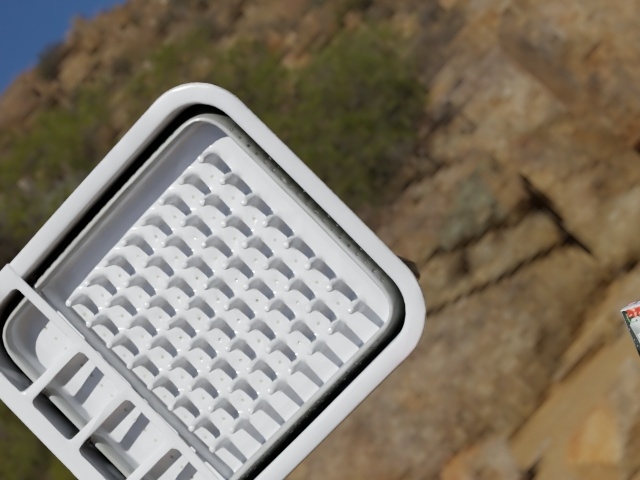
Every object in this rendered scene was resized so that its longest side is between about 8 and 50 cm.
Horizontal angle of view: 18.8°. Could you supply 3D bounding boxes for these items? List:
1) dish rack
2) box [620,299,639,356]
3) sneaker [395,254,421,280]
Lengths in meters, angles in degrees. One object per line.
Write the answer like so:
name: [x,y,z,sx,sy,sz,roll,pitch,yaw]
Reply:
dish rack: [-0.098,0.063,1.575,0.333,0.285,0.072,-46,-4,20]
box: [0.342,0.108,1.756,0.094,0.137,0.027,-20,6,29]
sneaker: [-0.001,0.001,1.622,0.170,0.089,0.051,-2,-28,-25]
